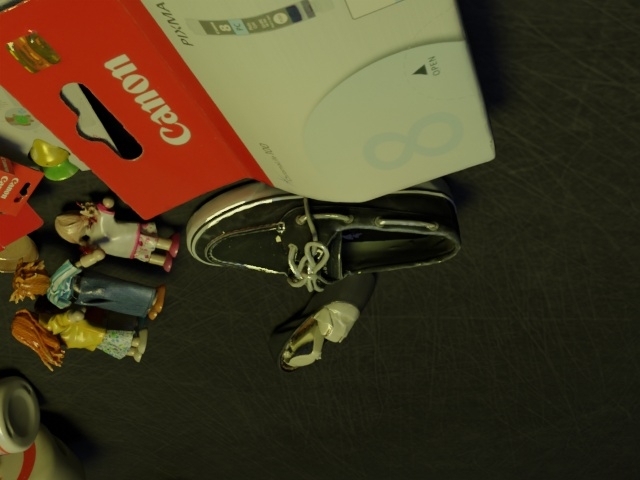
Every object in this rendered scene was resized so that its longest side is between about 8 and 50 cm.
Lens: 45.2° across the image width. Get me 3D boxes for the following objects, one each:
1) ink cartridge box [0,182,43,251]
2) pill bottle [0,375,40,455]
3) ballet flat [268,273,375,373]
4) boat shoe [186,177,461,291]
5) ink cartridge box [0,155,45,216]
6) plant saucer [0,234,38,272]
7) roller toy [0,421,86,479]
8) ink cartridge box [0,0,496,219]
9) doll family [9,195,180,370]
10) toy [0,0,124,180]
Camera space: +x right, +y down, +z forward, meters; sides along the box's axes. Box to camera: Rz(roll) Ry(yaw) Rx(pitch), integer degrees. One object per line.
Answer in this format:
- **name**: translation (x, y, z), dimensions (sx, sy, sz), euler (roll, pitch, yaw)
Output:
- **ink cartridge box**: translation (-0.420, -0.021, 0.778), dimensions (0.231, 0.078, 0.134), euler (-29, 142, -5)
- **pill bottle**: translation (-0.513, 0.261, 1.095), dimensions (0.193, 0.108, 0.108), euler (-12, 137, 9)
- **ballet flat**: translation (0.003, 0.113, 1.002), dimensions (0.074, 0.074, 0.203), euler (26, 130, -29)
- **boat shoe**: translation (0.001, 0.003, 0.853), dimensions (0.306, 0.105, 0.113), euler (-3, 138, -1)
- **ink cartridge box**: translation (-0.323, -0.052, 0.726), dimensions (0.115, 0.029, 0.063), euler (21, 116, -46)
- **plant saucer**: translation (-0.370, 0.005, 0.894), dimensions (0.083, 0.015, 0.083), euler (-2, 137, -2)
- **roller toy**: translation (-0.469, 0.369, 1.154), dimensions (0.209, 0.191, 0.146), euler (-13, 137, 6)
- **ink cartridge box**: translation (-0.061, -0.125, 0.674), dimensions (0.385, 0.091, 0.308), euler (-20, 147, 11)
- **doll family**: translation (-0.274, 0.071, 0.895), dimensions (0.163, 0.118, 0.263), euler (14, 135, -18)
- **toy**: translation (-0.284, -0.148, 0.702), dimensions (0.137, 0.056, 0.237), euler (-8, 143, 5)
